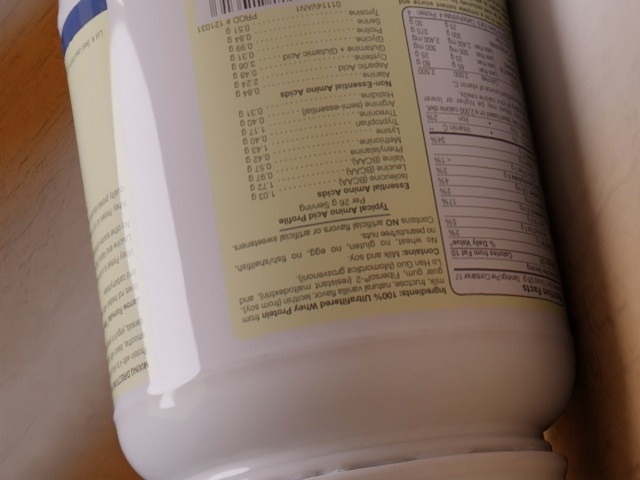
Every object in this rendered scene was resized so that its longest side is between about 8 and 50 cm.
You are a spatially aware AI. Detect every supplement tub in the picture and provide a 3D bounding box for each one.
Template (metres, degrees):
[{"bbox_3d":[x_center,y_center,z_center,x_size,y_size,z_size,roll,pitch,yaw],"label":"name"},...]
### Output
[{"bbox_3d":[0.000,0.000,1.015,0.235,0.235,0.325,100,161,-75],"label":"supplement tub"}]
